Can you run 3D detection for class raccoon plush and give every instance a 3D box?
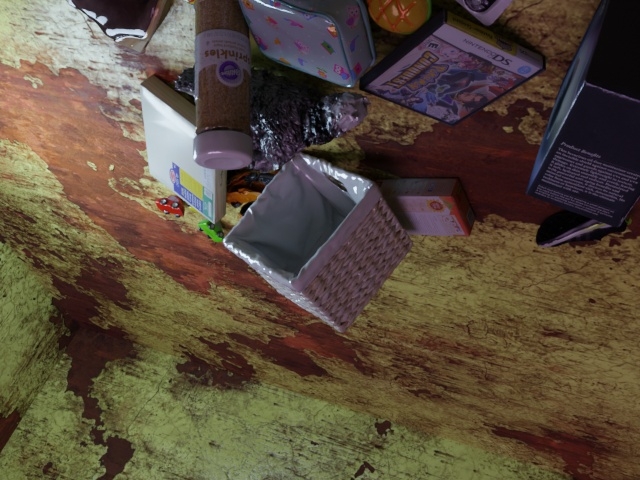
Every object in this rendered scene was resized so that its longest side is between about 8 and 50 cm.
[{"bbox_3d":[-0.110,-0.348,1.641,0.299,0.216,0.447,45,142,-21],"label":"raccoon plush"}]

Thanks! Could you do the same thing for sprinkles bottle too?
[{"bbox_3d":[-0.202,-0.329,1.537,0.121,0.355,0.121,-2,169,0],"label":"sprinkles bottle"}]

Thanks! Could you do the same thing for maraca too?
[{"bbox_3d":[0.127,-0.454,1.389,0.186,0.099,0.127,29,138,25],"label":"maraca"}]

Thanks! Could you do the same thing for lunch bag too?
[{"bbox_3d":[-0.027,-0.427,1.480,0.279,0.107,0.224,30,163,31],"label":"lunch bag"}]

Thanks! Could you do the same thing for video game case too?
[{"bbox_3d":[0.254,-0.328,1.469,0.248,0.035,0.275,16,156,-27],"label":"video game case"}]

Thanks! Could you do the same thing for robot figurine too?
[{"bbox_3d":[-0.161,-0.127,2.128,0.291,0.085,0.211,-7,137,44],"label":"robot figurine"}]

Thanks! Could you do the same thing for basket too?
[{"bbox_3d":[0.000,0.000,1.905,0.328,0.331,0.266,27,166,46],"label":"basket"}]

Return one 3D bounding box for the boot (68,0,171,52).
[{"bbox_3d":[-0.463,-0.538,1.695,0.207,0.090,0.248,34,153,-18],"label":"boot"}]

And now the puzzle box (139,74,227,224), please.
[{"bbox_3d":[-0.374,-0.239,2.066,0.272,0.052,0.408,37,152,12],"label":"puzzle box"}]

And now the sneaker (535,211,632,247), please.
[{"bbox_3d":[0.608,-0.018,1.729,0.097,0.084,0.235,36,149,-20],"label":"sneaker"}]

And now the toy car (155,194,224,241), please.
[{"bbox_3d":[-0.387,-0.079,2.404,0.239,0.053,0.225,-5,139,42],"label":"toy car"}]

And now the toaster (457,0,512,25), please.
[{"bbox_3d":[0.267,-0.466,1.199,0.168,0.185,0.110,39,146,-7],"label":"toaster"}]

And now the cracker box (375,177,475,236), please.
[{"bbox_3d":[0.259,-0.085,1.899,0.232,0.067,0.155,2,143,33],"label":"cracker box"}]

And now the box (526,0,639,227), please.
[{"bbox_3d":[0.501,-0.239,1.251,0.183,0.296,0.294,21,149,8],"label":"box"}]

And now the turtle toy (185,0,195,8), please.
[{"bbox_3d":[-0.280,-0.541,1.579,0.130,0.066,0.095,30,150,-9],"label":"turtle toy"}]
